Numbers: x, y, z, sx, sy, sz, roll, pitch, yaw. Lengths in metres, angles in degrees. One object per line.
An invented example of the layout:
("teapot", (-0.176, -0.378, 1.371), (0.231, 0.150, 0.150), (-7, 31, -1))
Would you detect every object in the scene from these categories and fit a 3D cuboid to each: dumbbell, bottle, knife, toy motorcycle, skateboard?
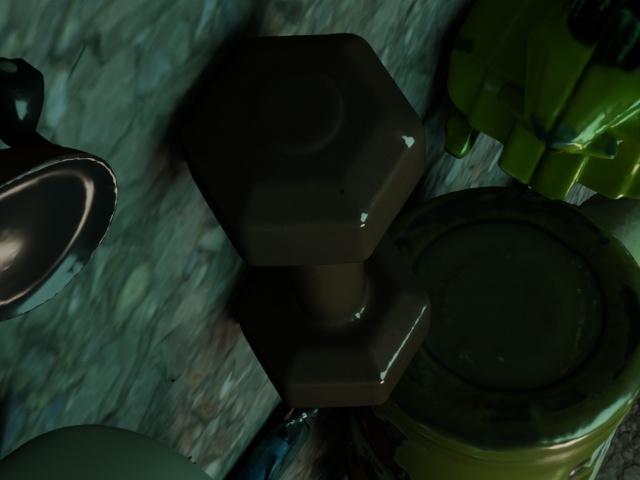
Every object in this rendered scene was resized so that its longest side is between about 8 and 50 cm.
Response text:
("dumbbell", (0.000, 0.000, 0.682), (0.082, 0.092, 0.231), (-30, 158, -9))
("bottle", (0.097, 0.132, 1.044), (0.171, 0.171, 0.351), (-53, 162, -29))
("knife", (-0.078, 0.193, 0.862), (0.296, 0.026, 0.044), (-54, 174, -29))
("toy motorcycle", (0.196, -0.178, 0.895), (0.342, 0.142, 0.206), (-60, 163, -15))
("skateboard", (-0.101, 0.016, 0.397), (0.151, 0.080, 0.067), (-36, 156, -53))

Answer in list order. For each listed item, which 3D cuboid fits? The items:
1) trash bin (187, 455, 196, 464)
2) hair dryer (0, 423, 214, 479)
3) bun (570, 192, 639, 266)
("trash bin", (-0.014, 0.222, 0.729), (0.184, 0.234, 0.162), (-66, 162, 14))
("hair dryer", (-0.157, 0.244, 0.565), (0.203, 0.128, 0.362), (-38, 159, -58))
("bun", (0.172, 0.054, 1.244), (0.237, 0.116, 0.210), (-46, 160, 3))
